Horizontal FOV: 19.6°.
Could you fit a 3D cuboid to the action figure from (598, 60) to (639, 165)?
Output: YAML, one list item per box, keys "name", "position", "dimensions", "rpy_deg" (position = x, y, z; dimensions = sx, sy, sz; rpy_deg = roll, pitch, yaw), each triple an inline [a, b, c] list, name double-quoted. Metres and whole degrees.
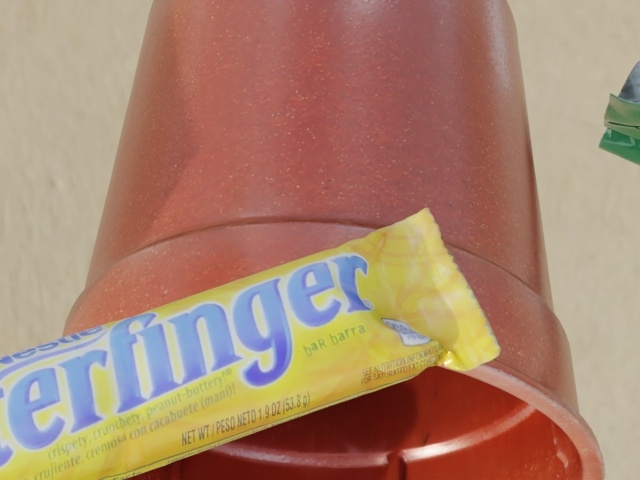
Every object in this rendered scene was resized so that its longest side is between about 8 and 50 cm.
- name: "action figure"
  position: [0.284, -0.031, 1.129]
  dimensions: [0.232, 0.137, 0.063]
  rpy_deg: [31, 93, 11]

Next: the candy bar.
- name: "candy bar"
  position: [-0.042, 0.032, 0.375]
  dimensions: [0.161, 0.018, 0.040]
  rpy_deg: [-17, 59, -19]

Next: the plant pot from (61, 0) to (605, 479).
- name: "plant pot"
  position: [0.000, 0.000, 0.930]
  dimensions: [0.272, 0.272, 0.265]
  rpy_deg: [3, 58, -1]
